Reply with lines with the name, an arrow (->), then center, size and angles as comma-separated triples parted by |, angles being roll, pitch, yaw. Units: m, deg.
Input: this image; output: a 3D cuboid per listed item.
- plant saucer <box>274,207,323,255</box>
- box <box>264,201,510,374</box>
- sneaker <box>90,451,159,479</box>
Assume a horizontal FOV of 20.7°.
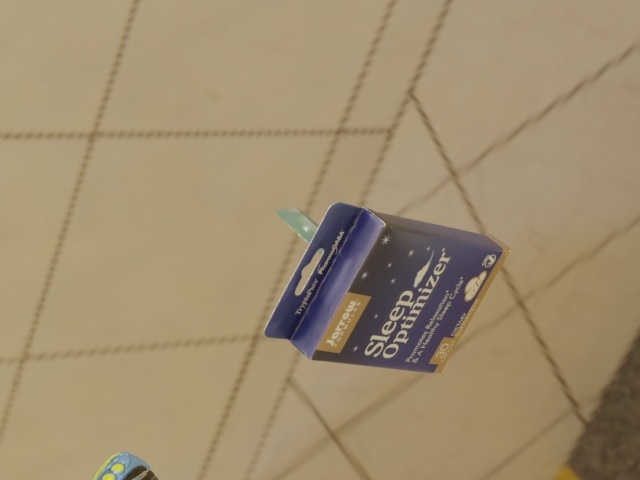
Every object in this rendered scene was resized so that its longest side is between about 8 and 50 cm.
plant saucer -> 0.000, 0.000, 1.919 | 0.021, 0.119, 0.119 | -48, 140, 1
box -> 0.060, 0.045, 1.509 | 0.225, 0.036, 0.136 | 11, 112, -48
sneaker -> -0.243, 0.322, 1.918 | 0.078, 0.067, 0.188 | 35, 94, -22
